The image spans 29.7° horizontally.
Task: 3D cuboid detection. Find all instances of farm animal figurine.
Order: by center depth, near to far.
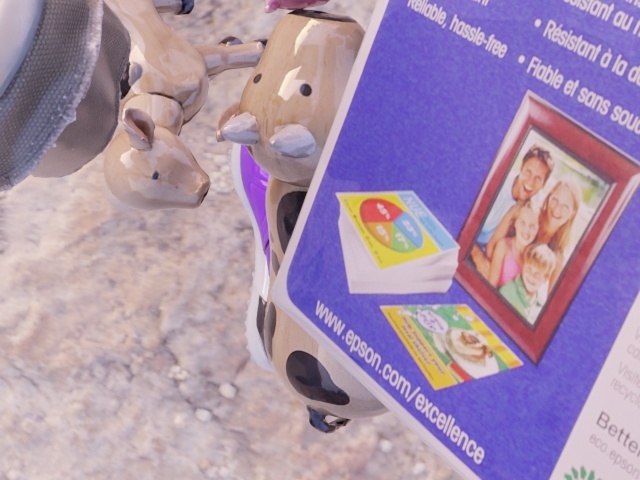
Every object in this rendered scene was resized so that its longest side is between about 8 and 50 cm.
[{"bbox_3d":[-0.005,-0.045,0.616,0.172,0.330,0.326,-33,114,-45],"label":"farm animal figurine"}]

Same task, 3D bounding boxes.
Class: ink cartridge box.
[{"bbox_3d":[0.132,-0.039,0.334,0.072,0.303,0.307,5,115,-40],"label":"ink cartridge box"}]

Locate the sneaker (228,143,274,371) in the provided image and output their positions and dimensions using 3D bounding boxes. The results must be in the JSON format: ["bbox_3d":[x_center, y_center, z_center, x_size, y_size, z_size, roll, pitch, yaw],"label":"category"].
[{"bbox_3d":[0.001,0.000,1.135,0.102,0.146,0.293,-17,111,-36],"label":"sneaker"}]

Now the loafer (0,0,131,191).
[{"bbox_3d":[-0.099,-0.069,0.413,0.087,0.251,0.094,33,97,-22],"label":"loafer"}]
